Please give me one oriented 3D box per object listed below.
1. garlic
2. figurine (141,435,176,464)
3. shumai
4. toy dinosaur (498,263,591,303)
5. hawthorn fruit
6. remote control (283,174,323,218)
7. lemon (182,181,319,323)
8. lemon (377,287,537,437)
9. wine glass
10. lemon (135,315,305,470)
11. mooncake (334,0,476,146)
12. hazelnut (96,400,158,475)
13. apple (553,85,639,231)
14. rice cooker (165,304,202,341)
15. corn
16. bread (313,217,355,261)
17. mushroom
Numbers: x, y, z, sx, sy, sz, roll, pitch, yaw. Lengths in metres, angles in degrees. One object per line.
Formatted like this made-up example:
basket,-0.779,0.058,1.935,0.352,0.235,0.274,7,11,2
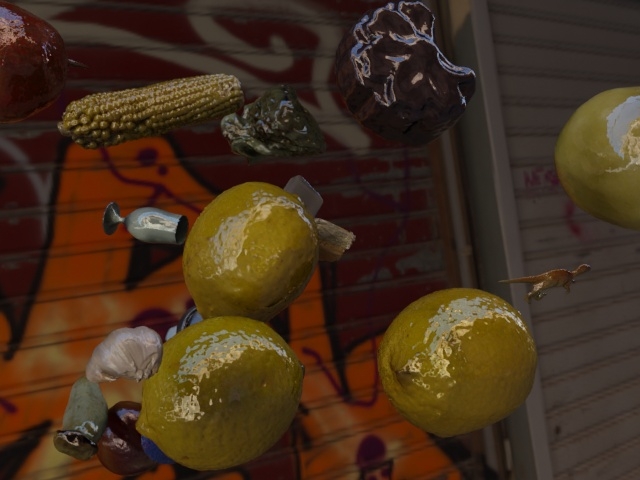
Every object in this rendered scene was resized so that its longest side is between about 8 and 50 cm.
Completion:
garlic,-0.275,0.162,1.080,0.113,0.074,0.094,-39,25,-12
figurine,-0.342,0.448,1.759,0.164,0.120,0.262,33,-22,5
shumai,-0.119,-0.257,1.893,0.218,0.189,0.256,-26,21,8
toy dinosaur,0.437,0.069,1.494,0.162,0.039,0.126,26,-61,-38
hawthorn fruit,-0.528,-0.307,1.351,0.211,0.210,0.262,-9,3,31
remote control,-0.078,-0.045,1.843,0.034,0.103,0.250,-22,30,46
lemon,-0.136,0.030,1.469,0.253,0.310,0.253,33,-12,8
lemon,0.285,0.253,1.629,0.336,0.336,0.336,-8,-2,0
wine glass,-0.440,-0.041,1.960,0.202,0.092,0.093,9,2,11
lemon,-0.163,0.249,1.278,0.267,0.267,0.267,-8,-2,0
mooncake,0.216,-0.438,2.037,0.350,0.381,0.212,-41,0,-28
hazelnut,-0.483,0.522,2.026,0.208,0.208,0.208,-8,-2,0
apple,0.547,-0.140,1.341,0.262,0.262,0.262,-8,-2,0
rice cooker,-0.291,0.322,2.194,0.317,0.316,0.264,-9,35,25
corn,-0.289,-0.225,1.334,0.320,0.097,0.097,-12,-2,-1
bread,0.001,-0.001,1.655,0.106,0.082,0.125,19,-7,-21
mushroom,-0.567,0.420,1.875,0.107,0.087,0.333,31,7,-15
